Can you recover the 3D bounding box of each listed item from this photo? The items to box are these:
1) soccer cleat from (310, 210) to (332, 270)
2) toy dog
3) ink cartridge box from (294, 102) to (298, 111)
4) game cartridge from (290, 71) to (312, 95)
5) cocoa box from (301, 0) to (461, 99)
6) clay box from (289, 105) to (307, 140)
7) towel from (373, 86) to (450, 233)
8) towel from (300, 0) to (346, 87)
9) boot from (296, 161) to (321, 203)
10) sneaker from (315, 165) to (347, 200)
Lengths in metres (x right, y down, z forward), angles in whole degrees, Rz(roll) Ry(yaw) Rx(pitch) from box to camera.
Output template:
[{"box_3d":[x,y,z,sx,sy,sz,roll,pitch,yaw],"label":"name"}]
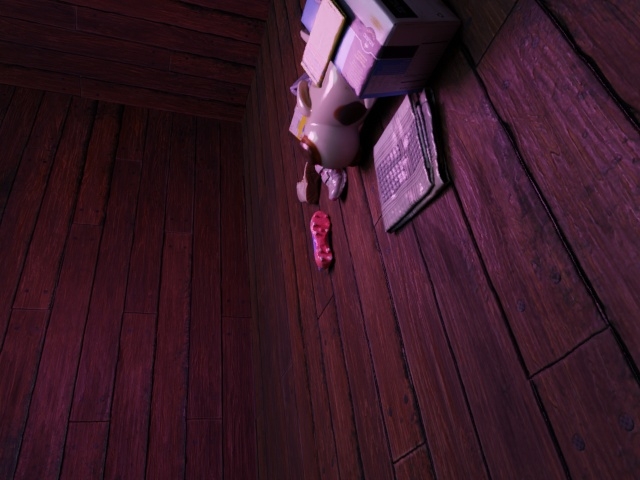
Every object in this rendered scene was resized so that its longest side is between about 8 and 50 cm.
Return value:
[{"box_3d":[0.000,0.000,1.974,0.095,0.083,0.247,116,150,-57],"label":"soccer cleat"},{"box_3d":[0.076,-0.436,1.649,0.395,0.285,0.407,50,136,40],"label":"toy dog"},{"box_3d":[-0.058,-0.571,2.316,0.330,0.072,0.323,116,152,-43],"label":"ink cartridge box"},{"box_3d":[-0.017,-0.704,2.093,0.196,0.060,0.294,-50,21,-2],"label":"game cartridge"},{"box_3d":[0.144,-0.578,1.308,0.347,0.232,0.228,60,147,23],"label":"cocoa box"},{"box_3d":[-0.034,-0.467,2.124,0.222,0.053,0.127,45,137,22],"label":"clay box"},{"box_3d":[0.233,-0.217,1.376,0.324,0.056,0.311,130,141,-58],"label":"towel"},{"box_3d":[0.008,-0.526,1.317,0.102,0.021,0.237,57,150,16],"label":"towel"},{"box_3d":[-0.054,-0.271,2.209,0.165,0.077,0.213,-161,74,-73],"label":"boot"},{"box_3d":[0.030,-0.267,1.898,0.103,0.111,0.252,128,143,-58],"label":"sneaker"}]
